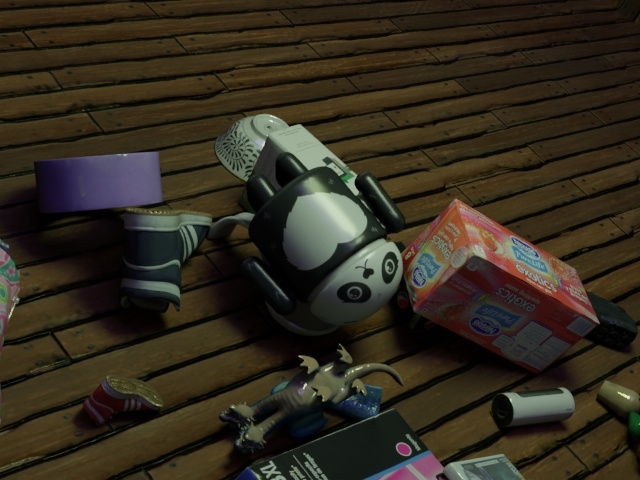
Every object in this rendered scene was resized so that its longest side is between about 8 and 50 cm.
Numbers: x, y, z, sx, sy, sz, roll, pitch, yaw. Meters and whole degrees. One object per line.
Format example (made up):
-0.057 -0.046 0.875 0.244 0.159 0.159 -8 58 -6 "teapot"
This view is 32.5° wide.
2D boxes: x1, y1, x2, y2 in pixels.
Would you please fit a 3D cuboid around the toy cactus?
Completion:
0.558 0.292 1.860 0.181 0.112 0.219 30 44 20 "toy cactus"

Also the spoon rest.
-0.071 0.049 1.762 0.137 0.084 0.276 -20 56 -45 "spoon rest"

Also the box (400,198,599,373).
0.296 0.082 1.832 0.300 0.154 0.142 27 31 -29 "box"

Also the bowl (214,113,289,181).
-0.103 -0.180 2.024 0.170 0.080 0.170 16 38 -13 "bowl"

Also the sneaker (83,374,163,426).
-0.267 0.220 1.473 0.118 0.067 0.042 31 19 -52 "sneaker"

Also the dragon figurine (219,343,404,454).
-0.015 0.223 1.566 0.289 0.144 0.085 -9 64 -51 "dragon figurine"

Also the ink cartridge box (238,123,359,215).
-0.016 -0.065 1.871 0.219 0.160 0.093 43 39 19 "ink cartridge box"

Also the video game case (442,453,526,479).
0.275 0.381 1.571 0.173 0.022 0.190 49 20 27 "video game case"

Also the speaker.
0.343 0.270 1.777 0.136 0.055 0.055 0 44 -31 "speaker"

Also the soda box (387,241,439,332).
0.149 0.079 1.888 0.060 0.053 0.169 -3 46 -36 "soda box"

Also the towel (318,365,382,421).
0.035 0.231 1.652 0.120 0.029 0.067 23 37 -6 "towel"

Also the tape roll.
-0.337 -0.089 1.676 0.189 0.080 0.189 -5 6 0 "tape roll"

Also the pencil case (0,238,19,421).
-0.451 0.124 1.402 0.124 0.124 0.284 13 37 -18 "pencil case"

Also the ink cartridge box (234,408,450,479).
0.016 0.354 1.466 0.371 0.069 0.175 -15 54 -40 "ink cartridge box"

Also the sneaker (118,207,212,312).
-0.236 0.029 1.678 0.099 0.153 0.282 3 1 9 "sneaker"

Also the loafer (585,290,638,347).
0.480 0.128 2.025 0.223 0.076 0.078 23 31 -14 "loafer"

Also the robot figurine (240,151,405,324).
0.002 -0.002 1.682 0.278 0.209 0.174 51 28 10 "robot figurine"
